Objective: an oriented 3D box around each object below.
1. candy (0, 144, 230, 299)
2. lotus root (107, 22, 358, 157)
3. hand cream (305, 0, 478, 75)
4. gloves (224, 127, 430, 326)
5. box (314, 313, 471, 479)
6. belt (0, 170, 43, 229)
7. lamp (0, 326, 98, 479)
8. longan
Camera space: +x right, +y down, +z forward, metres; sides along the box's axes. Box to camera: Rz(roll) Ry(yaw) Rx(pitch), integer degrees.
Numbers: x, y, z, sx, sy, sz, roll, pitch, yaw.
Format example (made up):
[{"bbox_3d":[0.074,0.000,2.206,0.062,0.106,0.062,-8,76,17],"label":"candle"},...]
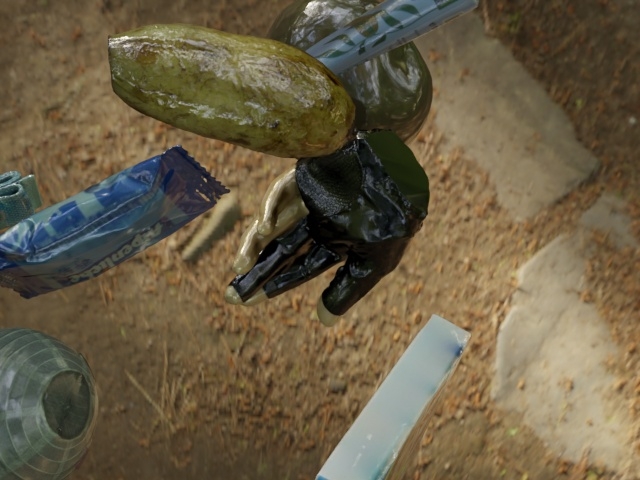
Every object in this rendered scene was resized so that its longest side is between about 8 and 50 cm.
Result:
[{"bbox_3d":[-0.291,-0.017,1.633,0.331,0.187,0.077,-26,67,5],"label":"candy"},{"bbox_3d":[-0.081,-0.144,1.175,0.258,0.097,0.110,12,64,-15],"label":"lotus root"},{"bbox_3d":[0.065,-0.228,1.325,0.271,0.058,0.091,-27,26,16],"label":"hand cream"},{"bbox_3d":[0.006,-0.004,1.522,0.301,0.152,0.197,-35,91,13],"label":"gloves"},{"bbox_3d":[0.023,0.228,1.017,0.048,0.273,0.265,29,33,11],"label":"box"},{"bbox_3d":[-0.565,-0.018,1.853,0.302,0.072,0.087,-27,34,-24],"label":"belt"},{"bbox_3d":[-0.408,0.227,1.582,0.233,0.233,0.265,22,41,8],"label":"lamp"},{"bbox_3d":[0.027,-0.218,1.642,0.246,0.246,0.215,-22,44,-14],"label":"longan"}]
